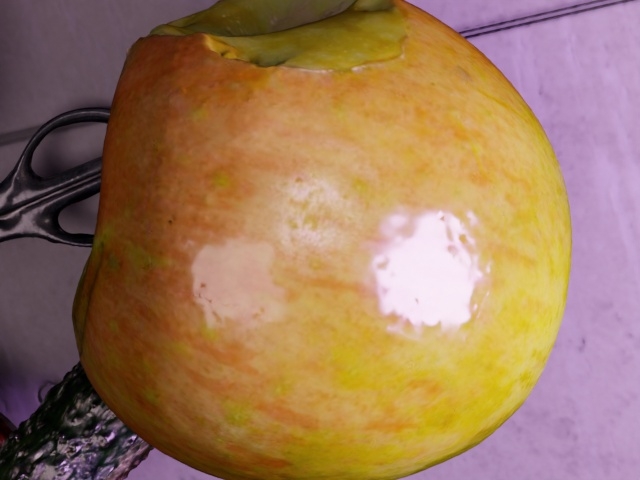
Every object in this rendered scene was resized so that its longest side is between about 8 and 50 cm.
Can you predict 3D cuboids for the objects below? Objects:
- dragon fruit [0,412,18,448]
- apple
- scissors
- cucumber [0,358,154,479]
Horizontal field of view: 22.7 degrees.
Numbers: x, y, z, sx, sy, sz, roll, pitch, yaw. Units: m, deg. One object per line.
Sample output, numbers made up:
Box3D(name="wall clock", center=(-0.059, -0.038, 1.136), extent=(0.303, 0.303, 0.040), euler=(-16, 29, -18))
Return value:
Box3D(name="dragon fruit", center=(-0.303, 0.190, 1.339), extent=(0.126, 0.161, 0.274), euler=(-40, 85, -6))
Box3D(name="apple", center=(0.000, 0.000, 1.045), extent=(0.339, 0.339, 0.340), euler=(7, 111, 18))
Box3D(name="scissors", center=(-0.271, -0.009, 1.242), extent=(0.300, 0.022, 0.109), euler=(-23, 99, 2))
Box3D(name="cucumber", center=(-0.210, 0.180, 1.215), extent=(0.096, 0.096, 0.359), euler=(44, 84, 1))
